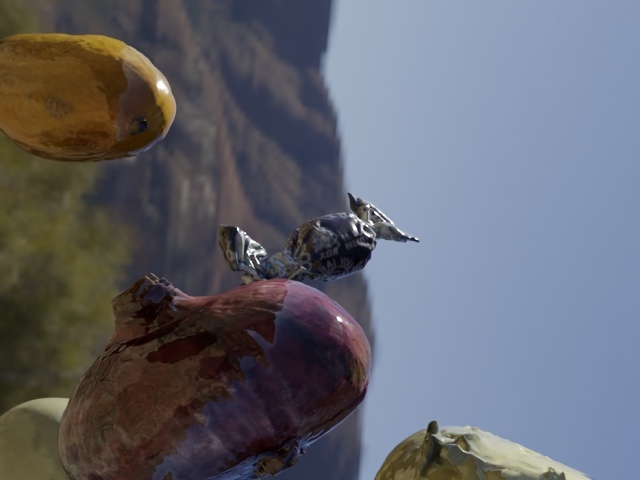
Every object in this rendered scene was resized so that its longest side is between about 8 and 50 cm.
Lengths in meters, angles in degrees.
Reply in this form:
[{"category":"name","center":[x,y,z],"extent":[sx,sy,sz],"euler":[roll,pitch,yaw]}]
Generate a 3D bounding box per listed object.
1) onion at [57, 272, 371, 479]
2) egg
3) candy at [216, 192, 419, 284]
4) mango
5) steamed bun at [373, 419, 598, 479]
[{"category":"onion","center":[-0.071,0.091,1.116],"extent":[0.151,0.206,0.098],"euler":[58,-3,-7]},{"category":"egg","center":[-0.257,0.269,1.925],"extent":[0.242,0.186,0.186],"euler":[49,19,-22]},{"category":"candy","center":[0.000,0.000,1.600],"extent":[0.051,0.226,0.094],"euler":[-44,-111,38]},{"category":"mango","center":[-0.158,-0.091,1.102],"extent":[0.190,0.098,0.075],"euler":[24,-61,47]},{"category":"steamed bun","center":[0.147,0.231,1.170],"extent":[0.166,0.273,0.232],"euler":[-65,-168,-2]}]
